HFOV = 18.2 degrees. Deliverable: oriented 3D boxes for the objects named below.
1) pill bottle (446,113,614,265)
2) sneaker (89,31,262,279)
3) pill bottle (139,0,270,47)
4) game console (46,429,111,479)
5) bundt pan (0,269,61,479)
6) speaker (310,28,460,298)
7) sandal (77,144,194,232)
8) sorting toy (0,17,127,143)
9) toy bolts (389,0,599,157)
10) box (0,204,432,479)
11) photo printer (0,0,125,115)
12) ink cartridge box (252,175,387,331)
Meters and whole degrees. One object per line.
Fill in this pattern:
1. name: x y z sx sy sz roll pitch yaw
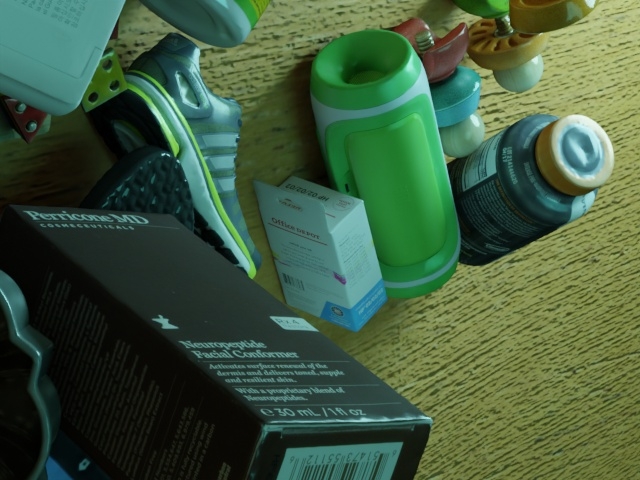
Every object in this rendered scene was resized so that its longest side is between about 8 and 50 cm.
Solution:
1. pill bottle: 0.228 -0.063 2.267 0.130 0.246 0.130 9 69 -27
2. sneaker: -0.114 -0.075 1.959 0.121 0.111 0.300 -54 143 -27
3. pill bottle: -0.069 -0.315 1.871 0.245 0.136 0.136 -59 143 -15
4. game console: -0.333 0.310 1.834 0.342 0.060 0.386 -43 139 -9
5. bundt pan: -0.355 0.128 1.600 0.124 0.331 0.331 -40 143 -77
6. speaker: 0.073 -0.079 2.177 0.131 0.131 0.296 -44 137 -31
7. sandal: -0.236 0.101 1.907 0.167 0.107 0.445 -19 134 -48
8. sorting toy: -0.274 -0.137 1.726 0.274 0.046 0.132 -13 127 -34
9. toy bolts: 0.202 -0.195 2.226 0.228 0.218 0.158 -37 122 -25
10. box: -0.108 0.112 1.646 0.191 0.381 0.143 2 113 -44
11. photo printer: -0.288 -0.269 1.574 0.307 0.107 0.256 23 89 -30
12. ink cartridge box: 0.000 0.000 2.138 0.061 0.104 0.181 -44 137 -31
